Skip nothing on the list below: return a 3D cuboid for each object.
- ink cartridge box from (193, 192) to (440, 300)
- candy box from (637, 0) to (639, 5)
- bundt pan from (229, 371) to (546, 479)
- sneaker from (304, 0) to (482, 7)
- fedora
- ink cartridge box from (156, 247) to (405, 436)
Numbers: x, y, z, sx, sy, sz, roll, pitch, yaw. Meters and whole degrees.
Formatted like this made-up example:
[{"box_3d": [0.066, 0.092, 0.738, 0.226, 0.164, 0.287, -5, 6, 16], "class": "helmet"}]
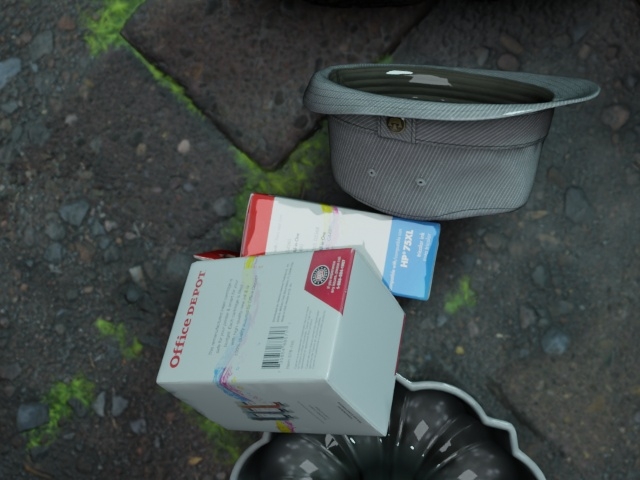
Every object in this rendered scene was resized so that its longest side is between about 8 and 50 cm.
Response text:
[{"box_3d": [0.000, 0.000, 0.817, 0.231, 0.134, 0.078, 10, 92, 4], "class": "ink cartridge box"}, {"box_3d": [0.328, -0.307, 0.787, 0.053, 0.109, 0.187, -24, 91, 6], "class": "candy box"}, {"box_3d": [0.070, 0.286, 0.830, 0.330, 0.124, 0.331, 0, 93, 6], "class": "bundt pan"}, {"box_3d": [0.087, -0.327, 0.781, 0.410, 0.158, 0.182, -3, 101, -2], "class": "sneaker"}, {"box_3d": [0.115, -0.094, 0.764, 0.275, 0.244, 0.124, 7, 111, 14], "class": "fedora"}, {"box_3d": [-0.033, 0.096, 0.730, 0.176, 0.127, 0.128, -5, 56, 28], "class": "ink cartridge box"}]
